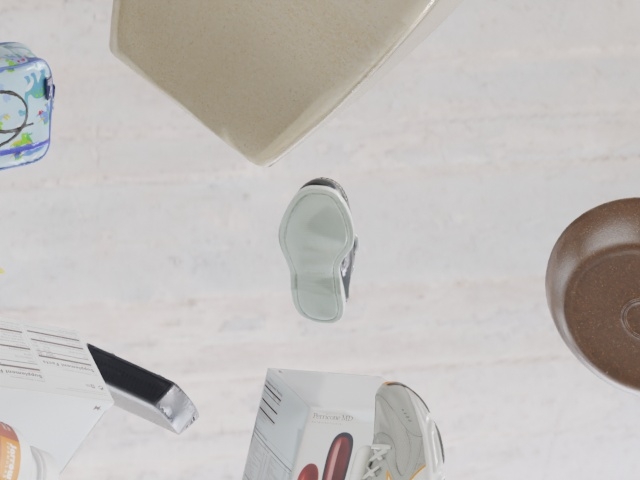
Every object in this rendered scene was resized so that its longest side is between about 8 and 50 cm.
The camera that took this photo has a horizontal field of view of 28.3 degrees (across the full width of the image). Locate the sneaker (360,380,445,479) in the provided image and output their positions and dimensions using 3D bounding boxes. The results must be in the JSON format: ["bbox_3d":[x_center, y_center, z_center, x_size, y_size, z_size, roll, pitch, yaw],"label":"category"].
[{"bbox_3d":[0.072,0.290,1.413,0.121,0.262,0.099,-4,173,-17],"label":"sneaker"}]

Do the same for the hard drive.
[{"bbox_3d":[-0.287,0.243,2.019,0.172,0.054,0.255,23,164,10],"label":"hard drive"}]

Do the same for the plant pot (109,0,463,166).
[{"bbox_3d":[-0.012,-0.091,0.456,0.109,0.109,0.096,37,119,4],"label":"plant pot"}]

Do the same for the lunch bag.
[{"bbox_3d":[-0.471,-0.170,1.722,0.219,0.090,0.176,-16,130,-38],"label":"lunch bag"}]

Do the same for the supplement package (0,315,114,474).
[{"bbox_3d":[-0.443,0.245,1.684,0.204,0.145,0.262,16,118,-45],"label":"supplement package"}]

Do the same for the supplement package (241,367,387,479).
[{"bbox_3d":[0.016,0.305,1.785,0.194,0.149,0.203,7,103,-27],"label":"supplement package"}]

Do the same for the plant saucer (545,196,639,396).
[{"bbox_3d":[0.280,0.060,1.079,0.198,0.036,0.199,15,123,24],"label":"plant saucer"}]

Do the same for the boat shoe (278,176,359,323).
[{"bbox_3d":[0.000,0.000,1.869,0.114,0.091,0.302,11,141,4],"label":"boat shoe"}]

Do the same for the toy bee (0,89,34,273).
[{"bbox_3d":[-0.475,-0.029,1.648,0.195,0.298,0.162,51,157,1],"label":"toy bee"}]

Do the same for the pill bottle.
[{"bbox_3d":[-0.394,0.244,1.378,0.121,0.121,0.216,-36,138,21],"label":"pill bottle"}]
